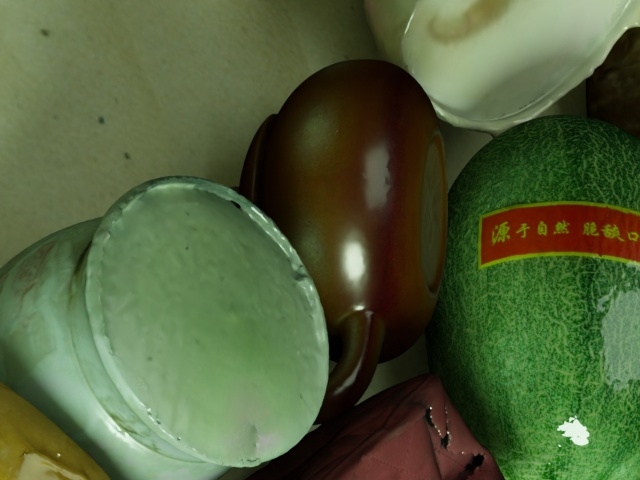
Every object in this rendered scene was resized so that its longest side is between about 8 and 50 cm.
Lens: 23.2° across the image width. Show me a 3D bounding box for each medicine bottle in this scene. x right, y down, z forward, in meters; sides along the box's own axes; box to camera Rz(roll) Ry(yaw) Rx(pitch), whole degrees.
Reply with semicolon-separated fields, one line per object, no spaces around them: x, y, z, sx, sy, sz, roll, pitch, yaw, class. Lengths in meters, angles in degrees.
-0.088;0.056;0.756;0.147;0.143;0.147;24;53;-37;medicine bottle

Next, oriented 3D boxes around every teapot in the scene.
0.000;0.000;0.897;0.178;0.135;0.252;72;25;-46;teapot

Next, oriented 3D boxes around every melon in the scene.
0.155;0.034;0.990;0.182;0.182;0.287;25;51;-35;melon

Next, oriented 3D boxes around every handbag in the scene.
0.010;0.174;0.791;0.135;0.146;0.225;55;41;1;handbag

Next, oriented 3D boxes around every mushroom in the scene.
0.080;-0.179;1.092;0.236;0.162;0.173;15;14;-36;mushroom

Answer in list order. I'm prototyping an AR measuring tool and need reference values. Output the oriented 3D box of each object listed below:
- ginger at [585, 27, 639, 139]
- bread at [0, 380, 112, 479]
0.324;-0.106;1.276;0.357;0.152;0.274;-53;128;-46;ginger
-0.142;0.133;0.680;0.189;0.114;0.077;49;25;-7;bread
